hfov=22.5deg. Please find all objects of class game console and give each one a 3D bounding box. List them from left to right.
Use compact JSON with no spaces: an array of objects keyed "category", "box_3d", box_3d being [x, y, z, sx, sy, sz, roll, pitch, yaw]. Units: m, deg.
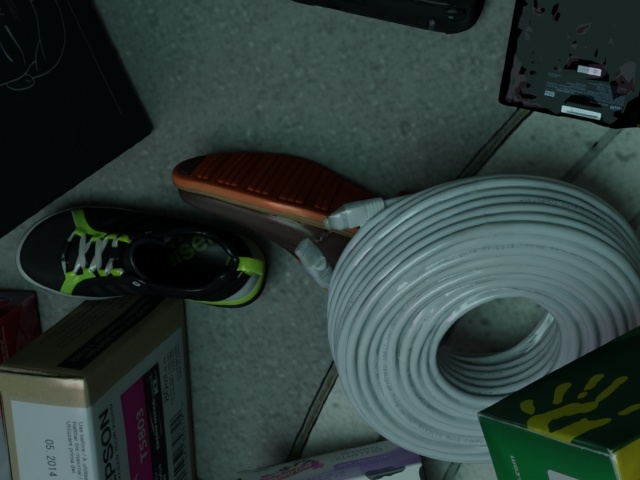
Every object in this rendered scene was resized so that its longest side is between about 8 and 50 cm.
[{"category":"game console","box_3d":[0.112,-0.221,1.236,0.361,0.044,0.213,14,112,14]}]

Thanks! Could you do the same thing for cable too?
[{"category":"cable","box_3d":[0.134,0.063,1.255,0.257,0.089,0.257,-19,126,8]}]

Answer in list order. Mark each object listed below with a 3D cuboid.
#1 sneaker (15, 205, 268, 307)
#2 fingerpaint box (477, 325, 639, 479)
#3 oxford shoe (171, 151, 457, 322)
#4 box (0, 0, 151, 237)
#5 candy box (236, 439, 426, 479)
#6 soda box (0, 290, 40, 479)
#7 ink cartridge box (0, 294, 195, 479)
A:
[{"category":"sneaker","box_3d":[-0.157,0.007,1.377,0.235,0.097,0.084,3,80,13]},{"category":"fingerpaint box","box_3d":[0.354,0.251,1.146,0.163,0.371,0.445,10,122,62]},{"category":"oxford shoe","box_3d":[0.000,0.000,1.331,0.271,0.097,0.098,18,119,12]},{"category":"box","box_3d":[-0.348,-0.126,1.237,0.212,0.395,0.293,-19,102,25]},{"category":"candy box","box_3d":[0.026,0.285,1.415,0.165,0.070,0.196,-13,107,1]},{"category":"soda box","box_3d":[-0.307,0.182,1.511,0.083,0.092,0.263,2,111,20]},{"category":"ink cartridge box","box_3d":[-0.188,0.182,1.412,0.088,0.193,0.234,5,112,18]}]
